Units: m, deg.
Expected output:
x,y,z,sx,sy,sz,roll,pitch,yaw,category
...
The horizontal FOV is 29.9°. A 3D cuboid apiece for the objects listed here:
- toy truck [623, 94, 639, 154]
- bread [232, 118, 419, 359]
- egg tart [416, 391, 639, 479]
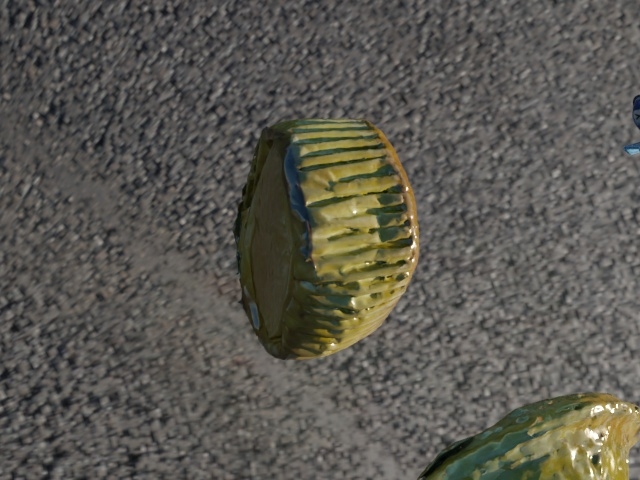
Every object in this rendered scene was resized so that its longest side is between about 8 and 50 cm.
x,y,z,sx,sy,sz,roll,pitch,yaw,category
0.445,-0.149,1.611,0.073,0.056,0.090,34,73,-31,toy truck
0.000,0.000,1.252,0.142,0.253,0.227,-11,61,-21,bread
0.189,0.254,1.103,0.290,0.290,0.115,-16,55,-29,egg tart
